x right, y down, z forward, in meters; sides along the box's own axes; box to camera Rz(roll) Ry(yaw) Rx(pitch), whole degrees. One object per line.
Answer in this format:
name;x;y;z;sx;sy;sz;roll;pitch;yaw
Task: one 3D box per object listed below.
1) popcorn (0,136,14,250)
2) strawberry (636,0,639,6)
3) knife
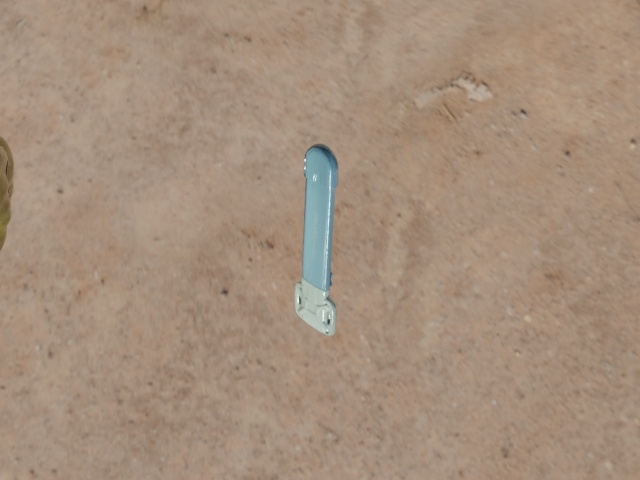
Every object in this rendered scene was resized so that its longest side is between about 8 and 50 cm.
popcorn;-0.247;-0.001;0.480;0.181;0.235;0.216;15;67;5
strawberry;0.169;-0.138;0.247;0.190;0.111;0.236;43;96;25
knife;0.000;0.000;0.486;0.010;0.027;0.096;-24;130;-37
